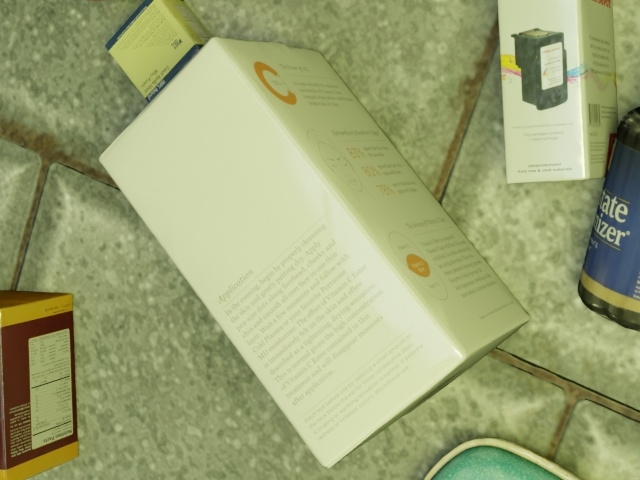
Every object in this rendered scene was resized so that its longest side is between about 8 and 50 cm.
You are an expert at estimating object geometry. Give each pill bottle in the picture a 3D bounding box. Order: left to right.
[{"bbox_3d":[0.298,-0.039,0.958,0.123,0.123,0.219,17,109,22],"label":"pill bottle"}]

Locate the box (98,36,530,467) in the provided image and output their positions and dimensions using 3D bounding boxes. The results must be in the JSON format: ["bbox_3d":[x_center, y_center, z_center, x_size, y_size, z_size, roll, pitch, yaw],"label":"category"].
[{"bbox_3d":[0.000,0.000,1.059,0.168,0.215,0.345,-42,77,22],"label":"box"}]

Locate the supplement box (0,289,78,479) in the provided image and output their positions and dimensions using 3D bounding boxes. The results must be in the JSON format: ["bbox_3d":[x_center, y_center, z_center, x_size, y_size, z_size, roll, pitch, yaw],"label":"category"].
[{"bbox_3d":[-0.391,0.160,1.299,0.191,0.129,0.194,1,95,24],"label":"supplement box"}]

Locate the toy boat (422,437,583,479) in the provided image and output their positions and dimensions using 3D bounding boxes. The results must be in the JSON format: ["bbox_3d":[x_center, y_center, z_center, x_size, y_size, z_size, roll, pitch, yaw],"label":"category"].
[{"bbox_3d":[0.161,0.358,1.046,0.267,0.148,0.318,34,101,18],"label":"toy boat"}]

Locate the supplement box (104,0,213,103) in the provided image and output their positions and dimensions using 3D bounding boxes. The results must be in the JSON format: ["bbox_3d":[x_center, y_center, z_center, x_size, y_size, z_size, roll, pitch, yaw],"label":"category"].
[{"bbox_3d":[-0.161,-0.199,1.200,0.083,0.056,0.083,-43,77,22],"label":"supplement box"}]

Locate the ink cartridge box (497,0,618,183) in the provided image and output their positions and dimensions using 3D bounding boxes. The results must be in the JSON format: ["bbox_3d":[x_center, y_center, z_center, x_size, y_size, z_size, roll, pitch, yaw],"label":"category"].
[{"bbox_3d":[0.209,-0.139,0.999,0.072,0.127,0.175,-2,93,28],"label":"ink cartridge box"}]
